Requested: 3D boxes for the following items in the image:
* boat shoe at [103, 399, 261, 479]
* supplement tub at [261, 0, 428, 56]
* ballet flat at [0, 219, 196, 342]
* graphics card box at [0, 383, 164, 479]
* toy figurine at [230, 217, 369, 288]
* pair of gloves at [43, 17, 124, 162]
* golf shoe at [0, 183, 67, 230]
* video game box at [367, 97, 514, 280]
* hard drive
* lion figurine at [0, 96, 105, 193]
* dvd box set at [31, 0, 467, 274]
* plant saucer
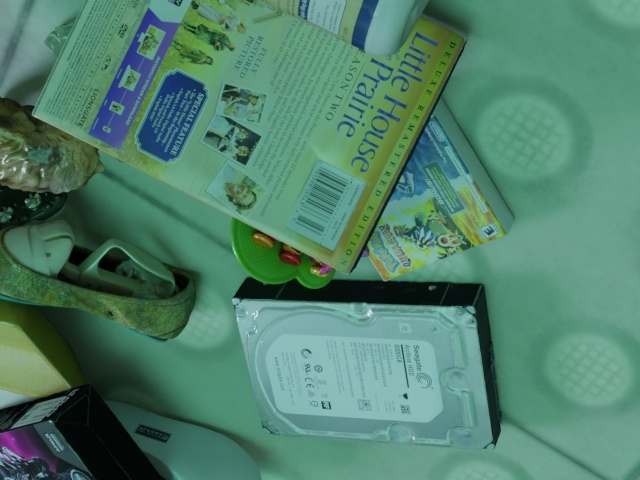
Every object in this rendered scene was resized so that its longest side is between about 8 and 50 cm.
[{"bbox_3d":[-0.222,0.334,2.110,0.301,0.108,0.102,17,132,18],"label":"boat shoe"},{"bbox_3d":[-0.016,-0.357,1.511,0.316,0.228,0.228,26,127,3],"label":"supplement tub"},{"bbox_3d":[-0.323,0.036,1.903,0.348,0.123,0.123,20,131,-25],"label":"ballet flat"},{"bbox_3d":[-0.388,0.349,2.121,0.371,0.094,0.233,-19,109,49],"label":"graphics card box"},{"bbox_3d":[0.000,0.000,1.769,0.173,0.130,0.159,37,158,-29],"label":"toy figurine"},{"bbox_3d":[-0.218,-0.220,1.795,0.240,0.042,0.204,-24,112,32],"label":"pair of gloves"},{"bbox_3d":[-0.439,-0.016,1.994,0.273,0.105,0.120,-20,134,30],"label":"golf shoe"},{"bbox_3d":[0.107,-0.067,1.763,0.187,0.048,0.205,-22,111,33],"label":"video game box"},{"bbox_3d":[0.064,0.166,1.920,0.339,0.064,0.237,1,122,20],"label":"hard drive"},{"bbox_3d":[-0.458,-0.185,1.779,0.392,0.142,0.240,33,168,-23],"label":"lion figurine"},{"bbox_3d":[-0.083,-0.188,1.661,0.420,0.062,0.307,26,96,4],"label":"dvd box set"},{"bbox_3d":[-0.508,0.119,2.033,0.333,0.081,0.333,11,156,14],"label":"plant saucer"}]
